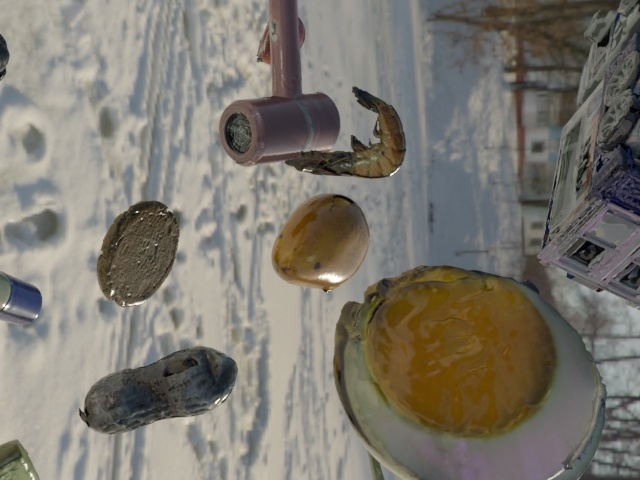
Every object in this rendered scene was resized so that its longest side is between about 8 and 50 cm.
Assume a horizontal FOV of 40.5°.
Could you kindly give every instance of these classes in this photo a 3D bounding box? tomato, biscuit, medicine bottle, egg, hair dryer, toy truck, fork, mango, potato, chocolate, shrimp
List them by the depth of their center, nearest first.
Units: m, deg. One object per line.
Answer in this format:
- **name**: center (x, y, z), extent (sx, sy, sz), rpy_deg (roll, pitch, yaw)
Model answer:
- **toy truck**: center (0.267, -0.093, 0.710), extent (0.155, 0.124, 0.268), rpy_deg (-59, -174, 50)
- **potato**: center (-0.378, 0.268, 0.924), extent (0.081, 0.149, 0.120), rpy_deg (42, -31, 35)
- **egg**: center (0.144, 0.173, 0.955), extent (0.174, 0.286, 0.264), rpy_deg (111, -13, -56)
- **medicine bottle**: center (-0.417, 0.050, 1.014), extent (0.231, 0.059, 0.059), rpy_deg (43, 46, -64)
- **fork**: center (0.059, 0.248, 1.017), extent (0.034, 0.028, 0.219), rpy_deg (-12, 90, -52)
- **shrimp**: center (0.035, -0.165, 1.347), extent (0.035, 0.195, 0.148), rpy_deg (-68, 156, -58)
- **chocolate**: center (-0.248, 0.234, 1.352), extent (0.110, 0.248, 0.110), rpy_deg (168, -90, -85)
- **hair dryer**: center (-0.083, -0.320, 1.600), extent (0.210, 0.125, 0.352), rpy_deg (-15, 106, -44)
- **biscuit**: center (-0.353, 0.024, 1.683), extent (0.226, 0.042, 0.226), rpy_deg (-40, 139, -48)
- **mango**: center (0.000, 0.000, 1.782), extent (0.290, 0.160, 0.191), rpy_deg (-24, 137, -59)
- **tomato**: center (-0.085, -0.461, 2.000), extent (0.159, 0.091, 0.139), rpy_deg (-114, -134, -73)

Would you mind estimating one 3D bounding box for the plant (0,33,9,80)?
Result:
- **plant**: center (-0.790, -0.384, 1.907), extent (0.164, 0.256, 0.142), rpy_deg (48, 43, -27)
